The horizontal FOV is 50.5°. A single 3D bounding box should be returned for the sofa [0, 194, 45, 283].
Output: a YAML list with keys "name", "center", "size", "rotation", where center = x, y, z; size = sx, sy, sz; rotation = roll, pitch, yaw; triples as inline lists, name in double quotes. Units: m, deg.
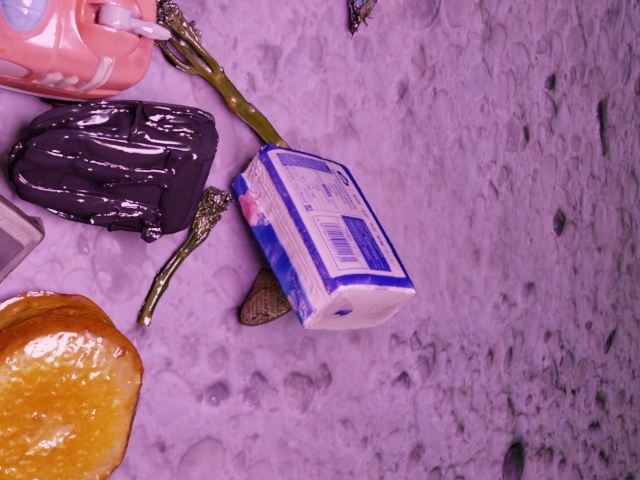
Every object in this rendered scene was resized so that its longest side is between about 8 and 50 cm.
- name: "sofa"
  center: [-0.466, -0.017, 0.755]
  size: [0.210, 0.176, 0.225]
  rotation: [-51, 154, -11]

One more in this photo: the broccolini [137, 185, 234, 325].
- name: "broccolini"
  center: [-0.207, 0.021, 1.018]
  size: [0.239, 0.054, 0.051]
  rotation: [-59, 142, -13]

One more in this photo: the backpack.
- name: "backpack"
  center: [-0.261, -0.093, 0.870]
  size: [0.258, 0.133, 0.206]
  rotation: [4, 136, -28]

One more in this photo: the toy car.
- name: "toy car"
  center: [-0.315, -0.255, 0.768]
  size: [0.270, 0.212, 0.181]
  rotation: [6, 94, -41]

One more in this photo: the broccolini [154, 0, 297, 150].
- name: "broccolini"
  center: [-0.143, -0.237, 1.032]
  size: [0.392, 0.078, 0.074]
  rotation: [45, 58, -43]

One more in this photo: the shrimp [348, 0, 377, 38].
- name: "shrimp"
  center: [0.075, -0.438, 1.181]
  size: [0.082, 0.076, 0.174]
  rotation: [77, 33, -74]

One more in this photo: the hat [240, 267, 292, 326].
- name: "hat"
  center: [-0.084, 0.072, 1.124]
  size: [0.146, 0.067, 0.146]
  rotation: [-28, 155, -14]

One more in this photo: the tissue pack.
- name: "tissue pack"
  center: [0.000, 0.000, 1.037]
  size: [0.137, 0.270, 0.209]
  rotation: [-42, 152, 27]

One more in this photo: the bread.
- name: "bread"
  center: [-0.347, 0.201, 0.865]
  size: [0.268, 0.145, 0.269]
  rotation: [-6, 101, -36]
